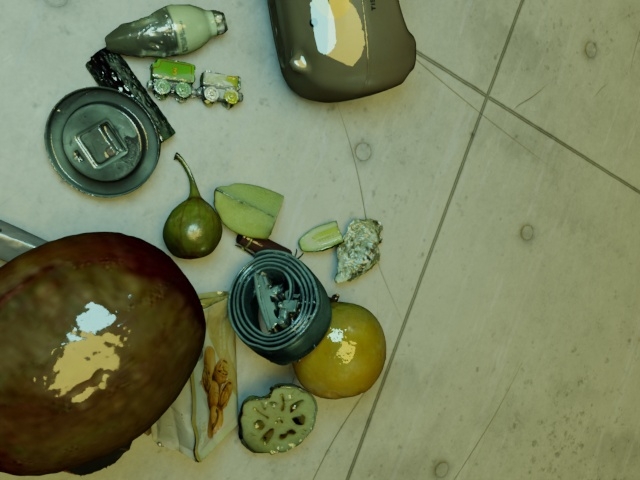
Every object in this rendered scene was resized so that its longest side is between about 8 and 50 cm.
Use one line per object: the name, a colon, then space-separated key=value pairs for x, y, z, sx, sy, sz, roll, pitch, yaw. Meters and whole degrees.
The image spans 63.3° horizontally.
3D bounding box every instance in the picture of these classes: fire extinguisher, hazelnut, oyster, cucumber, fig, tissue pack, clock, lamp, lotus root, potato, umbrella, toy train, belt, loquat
fire extinguisher: x=-0.119 y=0.022 z=1.210 sx=0.158 sy=0.043 sz=0.064 roll=28 pitch=96 yaw=-23
hazelnut: x=-0.407 y=0.168 z=0.866 sx=0.353 sy=0.421 sz=0.420 roll=43 pitch=78 yaw=-34
oyster: x=0.098 y=0.029 z=1.296 sx=0.125 sy=0.064 sz=0.177 roll=14 pitch=89 yaw=-19
cucumber: x=0.000 y=0.000 z=1.259 sx=0.108 sy=0.035 sz=0.067 roll=-19 pitch=64 yaw=-6
fig: x=-0.281 y=-0.075 z=1.113 sx=0.124 sy=0.124 sz=0.236 roll=-5 pitch=75 yaw=-23
tissue pack: x=0.022 y=-0.492 z=1.096 sx=0.277 sy=0.267 sz=0.386 roll=-12 pitch=101 yaw=-19
cucumber: x=-0.385 y=-0.288 z=1.053 sx=0.078 sy=0.062 sz=0.211 roll=-37 pitch=108 yaw=-15
clock: x=-0.424 y=-0.193 z=1.023 sx=0.215 sy=0.042 sz=0.214 roll=-2 pitch=106 yaw=-6
lamp: x=-0.309 y=-0.423 z=1.053 sx=0.250 sy=0.101 sz=0.101 roll=-19 pitch=102 yaw=-16
lotus root: x=-0.106 y=0.403 z=1.224 sx=0.183 sy=0.078 sz=0.203 roll=5 pitch=114 yaw=-16
potato: x=-0.165 y=-0.075 z=1.173 sx=0.149 sy=0.120 sz=0.081 roll=26 pitch=117 yaw=-5
umbrella: x=-0.613 y=-0.004 z=0.982 sx=0.337 sy=0.067 sz=0.073 roll=29 pitch=115 yaw=-23
toy train: x=-0.263 y=-0.332 z=1.104 sx=0.202 sy=0.060 sz=0.081 roll=2 pitch=90 yaw=-25
belt: x=-0.096 y=0.132 z=1.123 sx=0.207 sy=0.267 sz=0.116 roll=-34 pitch=141 yaw=-1
loquat: x=0.037 y=0.244 z=1.202 sx=0.244 sy=0.244 sz=0.243 roll=-3 pitch=96 yaw=-23

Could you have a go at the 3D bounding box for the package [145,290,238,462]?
package: x=-0.290 y=0.278 z=1.125 sx=0.165 sy=0.221 sz=0.311 roll=2 pitch=99 yaw=16

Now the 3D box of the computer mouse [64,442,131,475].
computer mouse: x=-0.519 y=0.356 z=1.031 sx=0.323 sy=0.116 sz=0.182 roll=37 pitch=86 yaw=-25
